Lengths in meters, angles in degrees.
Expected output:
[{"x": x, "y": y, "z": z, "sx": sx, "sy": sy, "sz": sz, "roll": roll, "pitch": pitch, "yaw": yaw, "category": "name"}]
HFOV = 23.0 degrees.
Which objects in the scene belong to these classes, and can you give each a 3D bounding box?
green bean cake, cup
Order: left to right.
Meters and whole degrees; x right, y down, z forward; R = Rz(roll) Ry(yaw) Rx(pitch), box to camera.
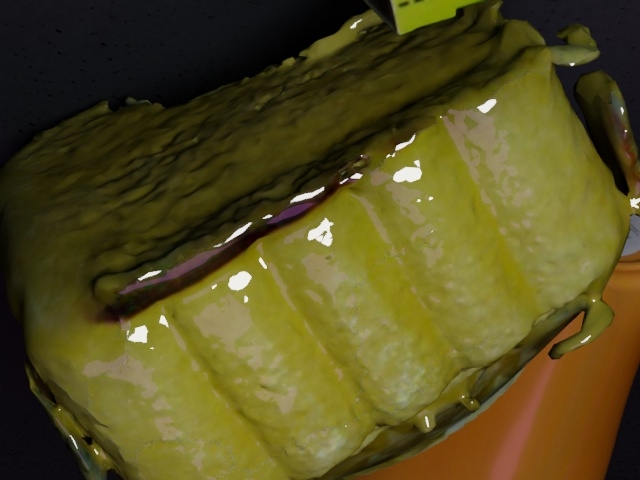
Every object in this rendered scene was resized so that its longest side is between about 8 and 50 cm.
[{"x": 0.000, "y": 0.000, "z": 0.825, "sx": 0.310, "sy": 0.285, "sz": 0.202, "roll": -29, "pitch": 117, "yaw": 0, "category": "green bean cake"}, {"x": 0.098, "y": 0.075, "z": 0.992, "sx": 0.226, "sy": 0.182, "sz": 0.264, "roll": 14, "pitch": 125, "yaw": -7, "category": "cup"}]

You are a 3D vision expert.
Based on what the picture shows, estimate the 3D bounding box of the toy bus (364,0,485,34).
[{"x": 0.048, "y": -0.247, "z": 0.647, "sx": 0.139, "sy": 0.113, "sz": 0.301, "roll": -17, "pitch": 127, "yaw": -14, "category": "toy bus"}]
